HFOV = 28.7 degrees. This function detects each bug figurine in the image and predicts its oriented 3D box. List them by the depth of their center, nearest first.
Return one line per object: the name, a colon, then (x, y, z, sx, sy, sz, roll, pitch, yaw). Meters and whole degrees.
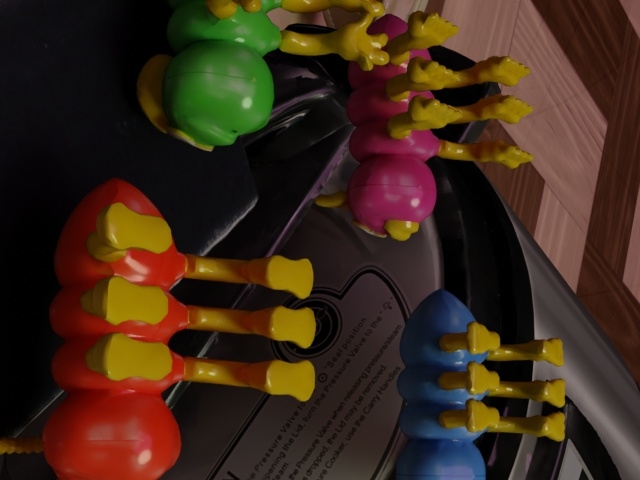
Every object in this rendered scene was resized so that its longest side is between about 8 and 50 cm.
bug figurine: (0.000, 0.000, 0.432, 0.279, 0.072, 0.216, 21, 69, -54)

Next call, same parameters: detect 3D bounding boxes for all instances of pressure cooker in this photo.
pressure cooker: (-0.030, 0.106, 0.714, 0.420, 0.376, 0.369, 44, 36, -50)

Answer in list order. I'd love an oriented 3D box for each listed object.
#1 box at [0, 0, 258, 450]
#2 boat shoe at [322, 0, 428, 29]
box: (-0.231, -0.122, 0.410, 0.179, 0.313, 0.343, -48, 132, -46)
boat shoe: (0.030, -0.293, 1.016, 0.098, 0.109, 0.302, 20, 70, -52)
